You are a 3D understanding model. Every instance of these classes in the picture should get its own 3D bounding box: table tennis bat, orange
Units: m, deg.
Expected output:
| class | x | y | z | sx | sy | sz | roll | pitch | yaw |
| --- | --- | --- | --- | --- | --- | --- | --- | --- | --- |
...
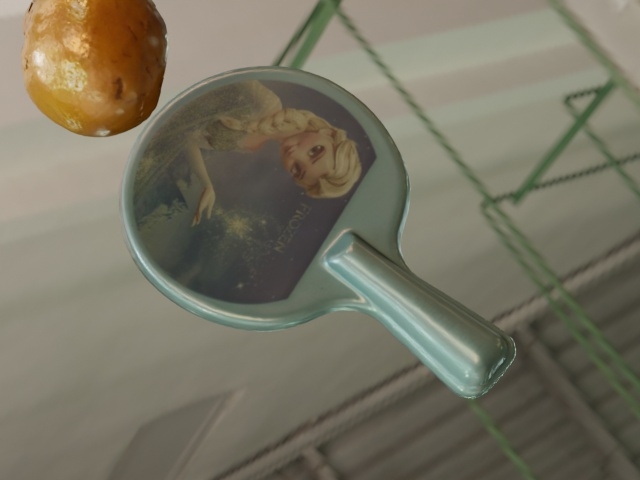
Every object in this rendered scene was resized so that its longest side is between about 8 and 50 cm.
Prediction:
| class | x | y | z | sx | sy | sz | roll | pitch | yaw |
| --- | --- | --- | --- | --- | --- | --- | --- | --- | --- |
| table tennis bat | 0.000 | 0.000 | 0.882 | 0.237 | 0.038 | 0.149 | 39 | -107 | 20 |
| orange | -0.111 | -0.091 | 0.831 | 0.070 | 0.083 | 0.083 | 4 | -131 | -13 |
